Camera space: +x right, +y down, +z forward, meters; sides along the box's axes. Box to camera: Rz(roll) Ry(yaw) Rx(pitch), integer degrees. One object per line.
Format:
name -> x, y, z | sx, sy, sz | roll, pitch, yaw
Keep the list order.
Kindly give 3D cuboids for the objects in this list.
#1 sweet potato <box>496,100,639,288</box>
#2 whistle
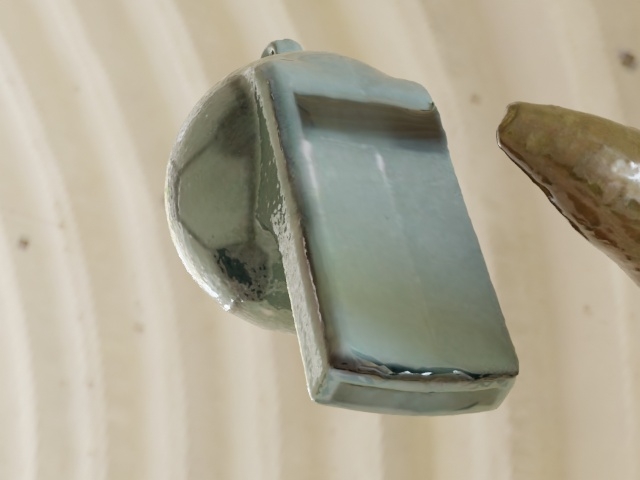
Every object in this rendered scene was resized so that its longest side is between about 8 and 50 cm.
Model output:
sweet potato -> 0.168, 0.013, 0.698 | 0.077, 0.243, 0.077 | -42, -160, 19
whistle -> 0.000, 0.000, 0.927 | 0.163, 0.163, 0.290 | -48, -141, 34
